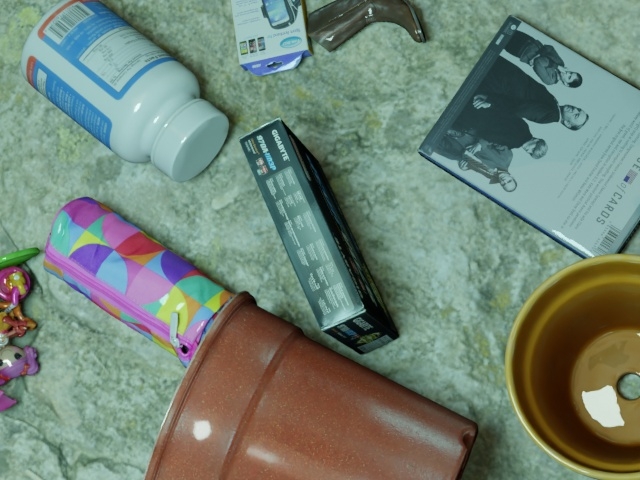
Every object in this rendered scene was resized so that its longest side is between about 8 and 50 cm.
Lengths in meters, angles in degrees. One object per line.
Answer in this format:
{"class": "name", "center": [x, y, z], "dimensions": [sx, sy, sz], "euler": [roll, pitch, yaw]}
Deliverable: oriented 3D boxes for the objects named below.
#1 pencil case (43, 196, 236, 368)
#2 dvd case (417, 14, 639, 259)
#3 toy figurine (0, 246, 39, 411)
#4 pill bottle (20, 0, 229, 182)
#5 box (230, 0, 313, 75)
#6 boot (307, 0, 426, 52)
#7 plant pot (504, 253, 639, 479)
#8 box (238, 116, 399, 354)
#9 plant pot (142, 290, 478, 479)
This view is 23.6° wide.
{"class": "pencil case", "center": [-0.190, 0.047, 1.640], "dimensions": [0.236, 0.104, 0.104], "euler": [32, 88, 21]}
{"class": "dvd case", "center": [0.247, -0.103, 1.600], "dimensions": [0.238, 0.029, 0.179], "euler": [34, 88, 18]}
{"class": "toy figurine", "center": [-0.367, 0.109, 1.687], "dimensions": [0.173, 0.130, 0.159], "euler": [-20, 87, -15]}
{"class": "pill bottle", "center": [-0.211, -0.162, 1.680], "dimensions": [0.221, 0.124, 0.124], "euler": [39, 90, 18]}
{"class": "box", "center": [-0.056, -0.249, 1.710], "dimensions": [0.081, 0.028, 0.136], "euler": [-11, 78, 12]}
{"class": "boot", "center": [0.048, -0.230, 1.673], "dimensions": [0.114, 0.037, 0.106], "euler": [-29, 60, 3]}
{"class": "plant pot", "center": [0.288, 0.129, 1.457], "dimensions": [0.205, 0.188, 0.205], "euler": [-3, 79, 14]}
{"class": "box", "center": [0.000, 0.000, 1.565], "dimensions": [0.051, 0.175, 0.220], "euler": [-26, 73, 7]}
{"class": "plant pot", "center": [-0.003, 0.223, 1.487], "dimensions": [0.265, 0.272, 0.272], "euler": [21, 84, 10]}
